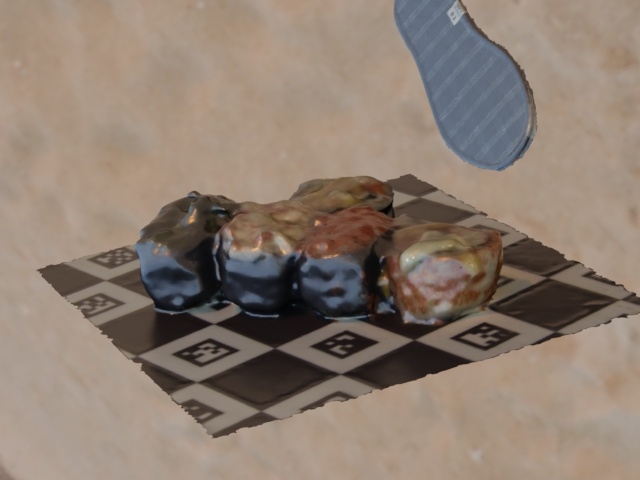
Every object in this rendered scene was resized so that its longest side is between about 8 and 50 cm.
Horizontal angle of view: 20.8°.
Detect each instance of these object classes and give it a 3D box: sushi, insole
[{"bbox_3d":[0.000,0.000,1.181,0.339,0.320,0.068,34,134,59],"label":"sushi"},{"bbox_3d":[0.134,-0.170,1.679,0.012,0.110,0.309,20,-148,-33],"label":"insole"}]
